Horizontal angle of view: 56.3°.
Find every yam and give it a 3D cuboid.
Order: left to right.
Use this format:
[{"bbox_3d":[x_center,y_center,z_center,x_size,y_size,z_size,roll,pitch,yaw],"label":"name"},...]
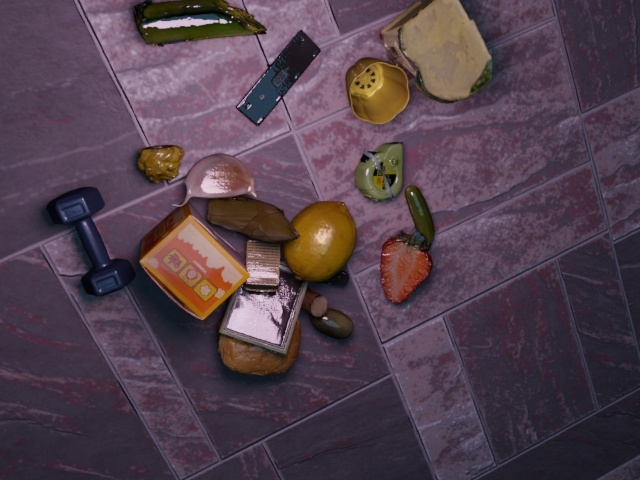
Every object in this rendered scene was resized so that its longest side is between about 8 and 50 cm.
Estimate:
[{"bbox_3d":[-0.039,0.203,2.031,0.084,0.127,0.084,-13,114,-33],"label":"yam"}]

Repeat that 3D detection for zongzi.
[{"bbox_3d":[-0.214,-0.062,1.833,0.260,0.289,0.123,14,97,-17],"label":"zongzi"}]

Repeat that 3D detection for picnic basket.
[{"bbox_3d":[-0.190,0.081,1.938,0.115,0.079,0.164,4,71,-10],"label":"picnic basket"}]

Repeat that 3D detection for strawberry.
[{"bbox_3d":[0.297,0.076,2.108,0.188,0.106,0.286,17,113,4],"label":"strawberry"}]

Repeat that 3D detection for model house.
[{"bbox_3d":[0.329,-0.575,1.858,0.261,0.266,0.321,-41,111,-10],"label":"model house"}]

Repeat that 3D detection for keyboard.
[{"bbox_3d":[-0.135,-0.513,1.884,0.106,0.027,0.317,40,91,-23],"label":"keyboard"}]

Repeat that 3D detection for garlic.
[{"bbox_3d":[-0.345,-0.190,1.840,0.266,0.148,0.128,-17,127,-16],"label":"garlic"}]

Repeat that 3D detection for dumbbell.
[{"bbox_3d":[-0.687,0.005,1.803,0.144,0.160,0.325,-12,109,21],"label":"dumbbell"}]

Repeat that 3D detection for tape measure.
[{"bbox_3d":[0.197,-0.222,2.004,0.175,0.106,0.200,-12,108,-26],"label":"tape measure"}]

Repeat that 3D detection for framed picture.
[{"bbox_3d":[-0.175,0.197,1.956,0.232,0.019,0.296,19,70,-5],"label":"framed picture"}]

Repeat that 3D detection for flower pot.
[{"bbox_3d":[0.165,-0.486,1.879,0.195,0.179,0.195,-5,122,-9],"label":"flower pot"}]

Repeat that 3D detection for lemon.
[{"bbox_3d":[-0.002,0.004,1.938,0.263,0.236,0.236,-34,109,-12],"label":"lemon"}]

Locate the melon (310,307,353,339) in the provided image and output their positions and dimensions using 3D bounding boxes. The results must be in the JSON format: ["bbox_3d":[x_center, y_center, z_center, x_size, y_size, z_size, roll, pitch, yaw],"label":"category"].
[{"bbox_3d":[0.040,0.288,2.089,0.162,0.099,0.099,25,96,-13],"label":"melon"}]

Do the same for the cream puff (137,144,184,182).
[{"bbox_3d":[-0.482,-0.228,1.804,0.146,0.146,0.116,-5,106,-14],"label":"cream puff"}]

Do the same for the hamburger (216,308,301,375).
[{"bbox_3d":[-0.206,0.327,2.012,0.283,0.144,0.259,0,104,-11],"label":"hamburger"}]

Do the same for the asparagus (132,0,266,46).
[{"bbox_3d":[-0.347,-0.649,1.754,0.382,0.108,0.128,-10,105,-14],"label":"asparagus"}]

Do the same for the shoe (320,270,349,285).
[{"bbox_3d":[0.013,0.111,2.063,0.179,0.049,0.071,12,112,5],"label":"shoe"}]

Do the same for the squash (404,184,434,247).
[{"bbox_3d":[0.357,-0.080,2.100,0.066,0.066,0.252,-25,109,-8],"label":"squash"}]

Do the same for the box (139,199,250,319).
[{"bbox_3d":[-0.390,0.054,1.818,0.214,0.283,0.259,-44,110,-3],"label":"box"}]
